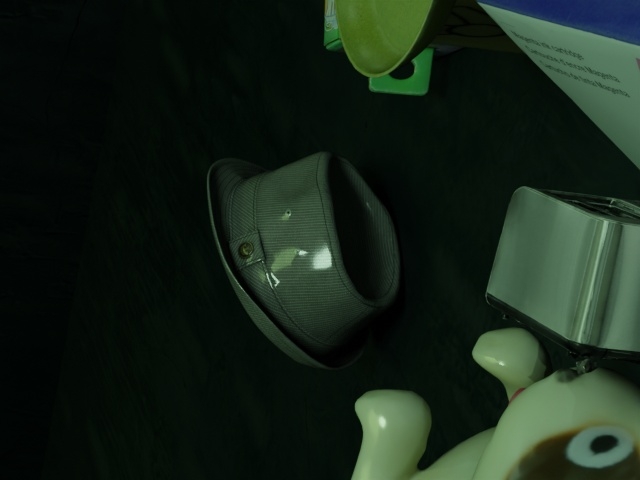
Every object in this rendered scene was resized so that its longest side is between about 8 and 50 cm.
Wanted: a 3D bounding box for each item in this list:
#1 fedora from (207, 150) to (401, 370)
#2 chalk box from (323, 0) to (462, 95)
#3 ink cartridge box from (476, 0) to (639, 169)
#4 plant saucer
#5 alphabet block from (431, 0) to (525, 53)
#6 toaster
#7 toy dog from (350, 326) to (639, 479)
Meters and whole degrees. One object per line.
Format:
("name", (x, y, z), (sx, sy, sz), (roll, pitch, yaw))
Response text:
("fedora", (0.000, 0.000, 1.947), (0.124, 0.243, 0.275), (-32, 51, 29))
("chalk box", (0.086, -0.257, 1.831), (0.132, 0.132, 0.213), (164, 107, -68))
("ink cartridge box", (0.233, -0.114, 1.187), (0.071, 0.330, 0.324), (-51, 23, -2))
("plant saucer", (0.070, -0.250, 1.450), (0.241, 0.037, 0.241), (-175, 90, -70))
("alphabet block", (0.167, -0.271, 1.530), (0.192, 0.197, 0.193), (165, 108, -68))
("toaster", (0.236, 0.031, 1.334), (0.185, 0.168, 0.110), (-147, 64, -67))
("toy dog", (0.160, 0.258, 1.351), (0.395, 0.284, 0.408), (67, 149, 26))
